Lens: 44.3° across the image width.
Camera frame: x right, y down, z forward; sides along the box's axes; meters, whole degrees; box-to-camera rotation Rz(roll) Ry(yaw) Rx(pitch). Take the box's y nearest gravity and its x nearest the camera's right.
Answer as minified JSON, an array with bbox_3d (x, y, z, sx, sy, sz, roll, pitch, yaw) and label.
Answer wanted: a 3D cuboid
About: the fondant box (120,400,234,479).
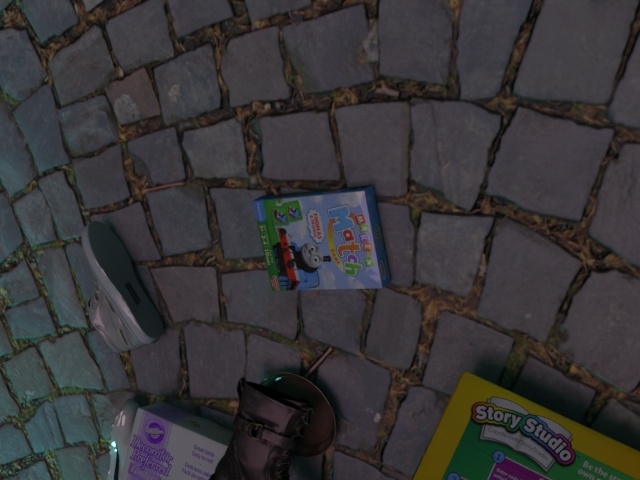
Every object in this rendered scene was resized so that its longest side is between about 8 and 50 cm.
[{"bbox_3d":[-0.273,0.509,1.518,0.238,0.096,0.331,16,93,25],"label":"fondant box"}]

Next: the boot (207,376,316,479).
[{"bbox_3d":[-0.065,0.383,1.359,0.262,0.091,0.229,26,95,9],"label":"boot"}]

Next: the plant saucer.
[{"bbox_3d":[-0.041,0.308,1.412,0.168,0.029,0.169,11,113,27],"label":"plant saucer"}]

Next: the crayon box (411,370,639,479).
[{"bbox_3d":[0.302,0.403,1.096,0.362,0.106,0.313,24,74,21],"label":"crayon box"}]

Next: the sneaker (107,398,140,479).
[{"bbox_3d":[-0.381,0.431,1.631,0.094,0.090,0.235,13,118,12],"label":"sneaker"}]

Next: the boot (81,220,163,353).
[{"bbox_3d":[-0.414,0.099,1.511,0.123,0.095,0.258,-24,96,27],"label":"boot"}]

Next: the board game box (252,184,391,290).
[{"bbox_3d":[0.000,0.000,1.272,0.211,0.039,0.160,-4,105,30],"label":"board game box"}]
